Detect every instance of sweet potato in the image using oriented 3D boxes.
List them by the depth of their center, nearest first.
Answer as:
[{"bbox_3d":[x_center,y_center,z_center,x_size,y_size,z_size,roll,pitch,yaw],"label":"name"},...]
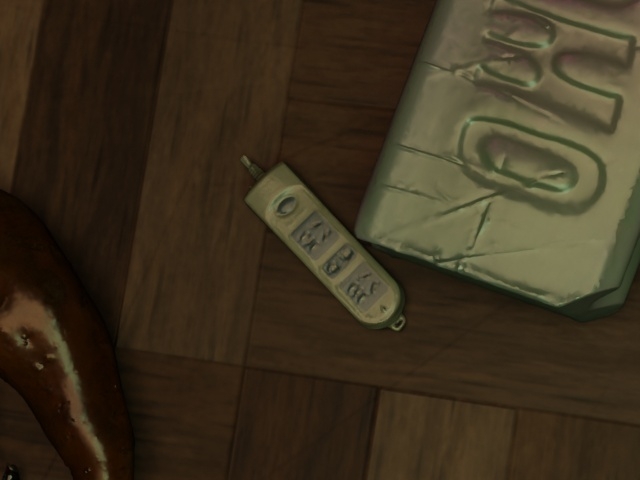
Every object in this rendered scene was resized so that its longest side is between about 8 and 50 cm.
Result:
[{"bbox_3d":[-0.236,0.058,1.520,0.112,0.112,0.359,-37,74,4],"label":"sweet potato"}]

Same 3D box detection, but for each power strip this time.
[{"bbox_3d":[0.000,0.000,1.517,0.047,0.030,0.191,-44,77,2],"label":"power strip"}]

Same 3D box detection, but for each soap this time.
[{"bbox_3d":[0.183,-0.126,1.454,0.208,0.115,0.346,20,86,13],"label":"soap"}]

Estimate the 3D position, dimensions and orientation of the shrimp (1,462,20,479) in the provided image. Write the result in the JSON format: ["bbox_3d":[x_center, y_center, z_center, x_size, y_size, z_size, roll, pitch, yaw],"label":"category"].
[{"bbox_3d":[-0.282,0.197,1.551,0.091,0.034,0.161,17,92,2],"label":"shrimp"}]
